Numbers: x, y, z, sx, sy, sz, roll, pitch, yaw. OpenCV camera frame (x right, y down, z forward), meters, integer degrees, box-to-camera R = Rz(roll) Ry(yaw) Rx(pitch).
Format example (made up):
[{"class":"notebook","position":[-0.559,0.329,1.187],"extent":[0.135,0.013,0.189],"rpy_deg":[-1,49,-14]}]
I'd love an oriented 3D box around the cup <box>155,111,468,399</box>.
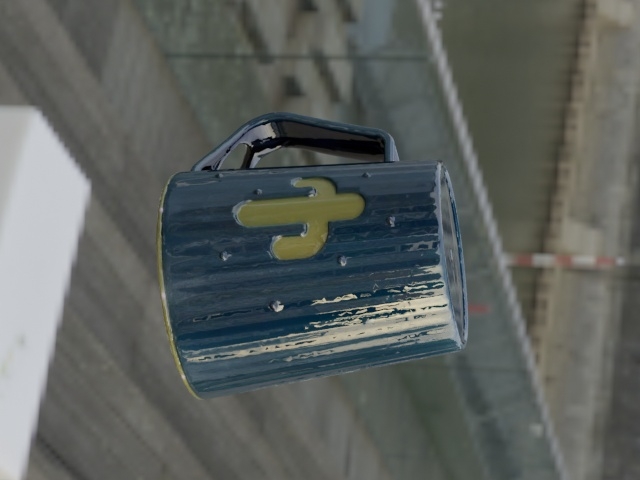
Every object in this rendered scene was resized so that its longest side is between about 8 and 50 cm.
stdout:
[{"class":"cup","position":[0.000,0.000,1.012],"extent":[0.131,0.155,0.176],"rpy_deg":[70,18,-54]}]
